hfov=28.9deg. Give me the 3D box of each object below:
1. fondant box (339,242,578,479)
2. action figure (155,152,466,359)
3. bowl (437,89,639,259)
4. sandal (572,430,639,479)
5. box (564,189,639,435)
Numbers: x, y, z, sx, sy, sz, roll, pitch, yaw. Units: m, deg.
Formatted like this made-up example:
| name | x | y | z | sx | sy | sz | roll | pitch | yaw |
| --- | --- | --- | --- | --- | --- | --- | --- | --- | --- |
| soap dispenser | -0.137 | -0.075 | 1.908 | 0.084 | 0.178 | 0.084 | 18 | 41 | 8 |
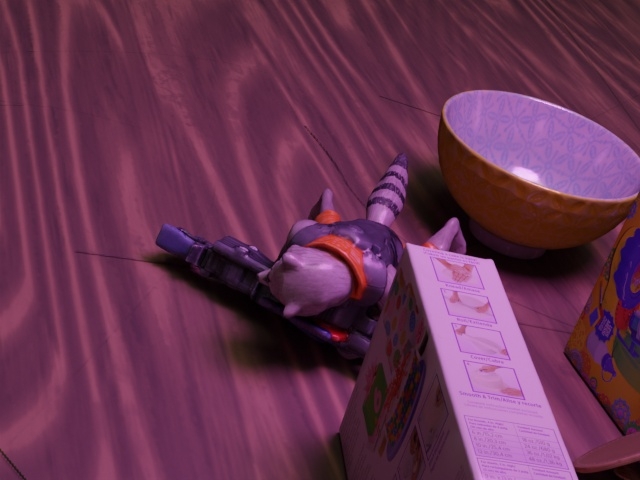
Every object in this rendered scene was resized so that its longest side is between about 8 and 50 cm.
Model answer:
| name | x | y | z | sx | sy | sz | roll | pitch | yaw |
| --- | --- | --- | --- | --- | --- | --- | --- | --- | --- |
| fondant box | 0.107 | 0.193 | 1.083 | 0.096 | 0.238 | 0.330 | 9 | 32 | -14 |
| action figure | 0.000 | 0.000 | 1.415 | 0.341 | 0.178 | 0.330 | 25 | 21 | 8 |
| bowl | 0.280 | -0.070 | 1.686 | 0.290 | 0.156 | 0.289 | 13 | 31 | -8 |
| sandal | 0.392 | 0.232 | 1.325 | 0.240 | 0.079 | 0.088 | -21 | 3 | -13 |
| box | 0.485 | 0.072 | 1.431 | 0.279 | 0.290 | 0.177 | 4 | 33 | -25 |
